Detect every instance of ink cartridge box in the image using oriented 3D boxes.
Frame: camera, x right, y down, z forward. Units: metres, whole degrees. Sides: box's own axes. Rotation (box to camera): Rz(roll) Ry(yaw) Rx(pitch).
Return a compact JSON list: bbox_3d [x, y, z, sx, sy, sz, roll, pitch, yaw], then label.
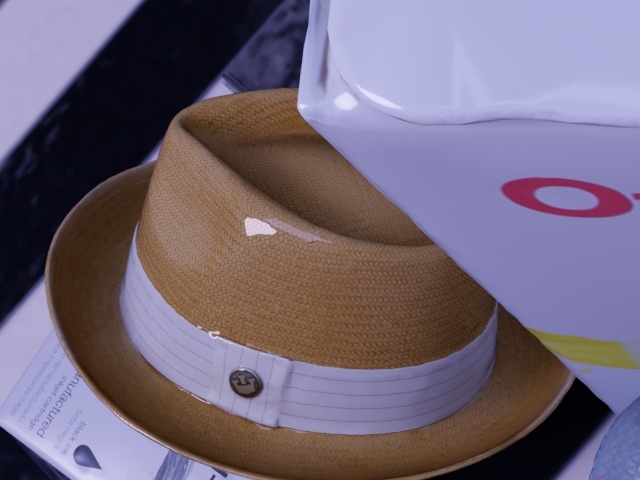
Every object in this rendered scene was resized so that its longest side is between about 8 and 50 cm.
[{"bbox_3d":[0.197,-0.037,0.495,0.279,0.385,0.160,1,74,22],"label":"ink cartridge box"},{"bbox_3d":[-0.039,0.067,0.742,0.135,0.056,0.099,31,86,28],"label":"ink cartridge box"}]

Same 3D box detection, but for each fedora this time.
[{"bbox_3d":[0.000,0.000,0.686,0.194,0.079,0.194,4,38,-3],"label":"fedora"}]

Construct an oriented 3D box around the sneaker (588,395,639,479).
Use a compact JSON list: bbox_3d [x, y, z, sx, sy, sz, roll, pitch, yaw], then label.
[{"bbox_3d":[0.071,0.131,0.574,0.125,0.262,0.104,31,52,30],"label":"sneaker"}]
